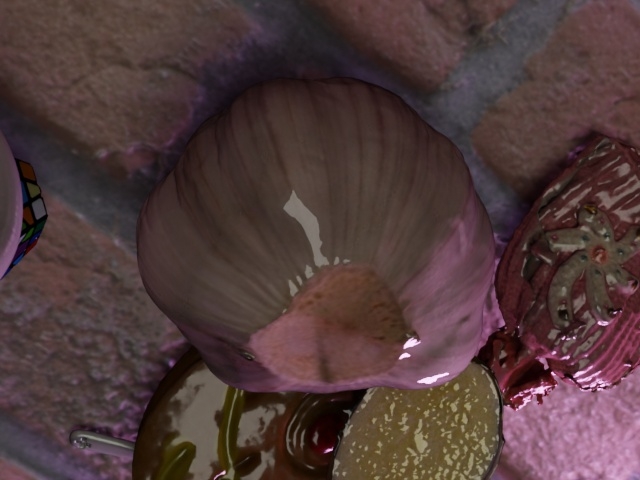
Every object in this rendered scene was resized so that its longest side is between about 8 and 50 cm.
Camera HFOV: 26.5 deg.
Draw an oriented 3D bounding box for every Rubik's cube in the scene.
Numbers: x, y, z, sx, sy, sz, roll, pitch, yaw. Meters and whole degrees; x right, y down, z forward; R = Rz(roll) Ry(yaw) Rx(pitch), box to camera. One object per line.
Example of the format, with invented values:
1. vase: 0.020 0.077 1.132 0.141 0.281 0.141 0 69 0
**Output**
1. Rubik's cube: -0.305 -0.025 1.190 0.112 0.133 0.133 -23 119 29

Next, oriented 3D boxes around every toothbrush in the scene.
1. toothbrush: -0.106 0.226 1.391 0.304 0.030 0.030 13 111 -14

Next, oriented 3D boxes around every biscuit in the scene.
1. biscuit: 0.005 0.247 1.361 0.350 0.070 0.394 -40 109 -3

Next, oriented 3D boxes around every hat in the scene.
1. hat: 0.263 0.060 1.341 0.286 0.107 0.237 -44 104 4

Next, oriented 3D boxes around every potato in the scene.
1. potato: 0.083 0.187 1.303 0.164 0.081 0.200 33 84 -15

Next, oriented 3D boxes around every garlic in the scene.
1. garlic: 0.000 0.000 1.189 0.317 0.259 0.317 -5 140 -4

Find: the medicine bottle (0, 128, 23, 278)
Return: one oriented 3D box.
1. medicine bottle: -0.412 0.002 1.063 0.339 0.208 0.208 -22 122 37
